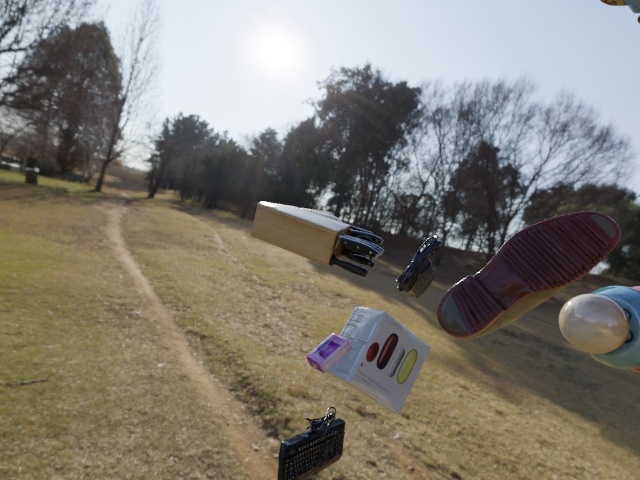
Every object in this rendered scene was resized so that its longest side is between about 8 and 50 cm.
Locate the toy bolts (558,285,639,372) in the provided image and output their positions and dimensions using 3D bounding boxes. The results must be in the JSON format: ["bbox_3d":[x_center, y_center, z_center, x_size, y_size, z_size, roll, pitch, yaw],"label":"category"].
[{"bbox_3d":[0.354,0.059,0.380,0.158,0.218,0.228,10,-14,-31],"label":"toy bolts"}]

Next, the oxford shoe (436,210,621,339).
[{"bbox_3d":[0.387,0.072,0.774,0.130,0.348,0.123,35,25,-53],"label":"oxford shoe"}]

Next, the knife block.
[{"bbox_3d":[0.000,0.000,0.943,0.276,0.088,0.242,7,18,-25],"label":"knife block"}]

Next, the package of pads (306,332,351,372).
[{"bbox_3d":[0.018,0.227,0.820,0.083,0.032,0.050,-34,27,-31],"label":"package of pads"}]

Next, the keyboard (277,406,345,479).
[{"bbox_3d":[-0.001,0.346,0.682,0.038,0.100,0.192,-5,-11,31],"label":"keyboard"}]

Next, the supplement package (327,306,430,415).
[{"bbox_3d":[0.153,0.322,1.107,0.194,0.203,0.149,38,-20,-20],"label":"supplement package"}]

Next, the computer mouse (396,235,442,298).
[{"bbox_3d":[0.287,0.095,1.221,0.072,0.188,0.272,37,-8,26],"label":"computer mouse"}]

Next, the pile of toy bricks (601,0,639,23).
[{"bbox_3d":[0.183,-0.214,0.234,0.212,0.118,0.105,26,17,-28],"label":"pile of toy bricks"}]
